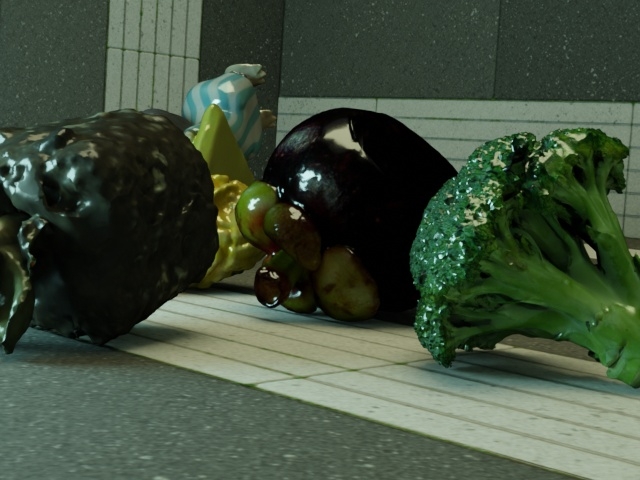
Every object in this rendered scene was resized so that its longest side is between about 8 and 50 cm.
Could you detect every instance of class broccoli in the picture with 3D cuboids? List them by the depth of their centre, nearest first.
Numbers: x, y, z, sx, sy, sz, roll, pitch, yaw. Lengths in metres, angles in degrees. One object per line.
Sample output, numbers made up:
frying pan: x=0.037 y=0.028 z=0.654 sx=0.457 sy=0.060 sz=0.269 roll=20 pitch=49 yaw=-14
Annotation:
broccoli: x=0.209 y=0.039 z=1.073 sx=0.254 sy=0.269 sz=0.269 roll=-43 pitch=22 yaw=-16

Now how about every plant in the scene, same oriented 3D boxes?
plant: x=-0.263 y=-0.008 z=1.099 sx=0.215 sy=0.213 sz=0.312 roll=9 pitch=17 yaw=36

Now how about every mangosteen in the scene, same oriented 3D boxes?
mangosteen: x=0.036 y=-0.022 z=1.378 sx=0.288 sy=0.287 sz=0.233 roll=-1 pitch=-32 yaw=-48

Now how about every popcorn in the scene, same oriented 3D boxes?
popcorn: x=-0.153 y=-0.006 z=1.562 sx=0.170 sy=0.180 sz=0.180 roll=17 pitch=9 yaw=21

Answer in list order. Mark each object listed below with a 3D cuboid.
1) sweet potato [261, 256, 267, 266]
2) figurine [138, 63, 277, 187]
sweet potato: x=-0.009 y=0.040 z=1.667 sx=0.078 sy=0.058 sz=0.255 roll=-17 pitch=-6 yaw=16
figurine: x=-0.306 y=-0.143 z=1.929 sx=0.378 sy=0.266 sz=0.361 roll=5 pitch=44 yaw=14
